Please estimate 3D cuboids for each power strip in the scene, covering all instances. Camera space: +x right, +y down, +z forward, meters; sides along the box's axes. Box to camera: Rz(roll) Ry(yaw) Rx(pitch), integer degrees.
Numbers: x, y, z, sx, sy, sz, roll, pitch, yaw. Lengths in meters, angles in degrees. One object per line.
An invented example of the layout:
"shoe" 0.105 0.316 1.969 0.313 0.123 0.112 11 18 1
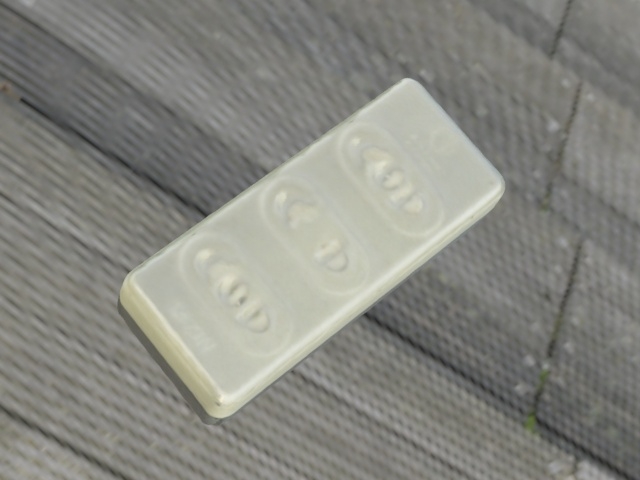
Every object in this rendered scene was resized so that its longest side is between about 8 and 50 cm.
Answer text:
"power strip" 0.000 0.000 1.011 0.256 0.070 0.105 -37 82 -23
